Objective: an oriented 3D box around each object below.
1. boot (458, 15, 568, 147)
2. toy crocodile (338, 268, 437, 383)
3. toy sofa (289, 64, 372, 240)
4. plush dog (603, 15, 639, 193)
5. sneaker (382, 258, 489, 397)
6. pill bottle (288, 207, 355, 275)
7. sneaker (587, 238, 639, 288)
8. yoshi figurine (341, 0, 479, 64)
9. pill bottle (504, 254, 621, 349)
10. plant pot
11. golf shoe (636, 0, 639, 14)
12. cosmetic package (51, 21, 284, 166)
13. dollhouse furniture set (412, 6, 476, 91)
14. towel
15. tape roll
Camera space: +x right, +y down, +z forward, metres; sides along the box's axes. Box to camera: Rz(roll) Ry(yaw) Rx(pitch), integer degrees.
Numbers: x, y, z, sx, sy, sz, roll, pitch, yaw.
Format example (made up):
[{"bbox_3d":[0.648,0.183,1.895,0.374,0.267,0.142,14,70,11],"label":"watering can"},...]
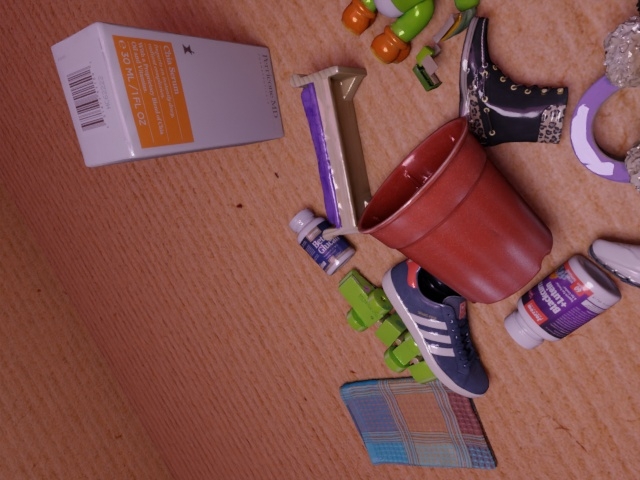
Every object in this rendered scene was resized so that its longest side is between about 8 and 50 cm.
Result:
[{"bbox_3d":[0.348,-0.282,0.750,0.179,0.085,0.236,7,115,27],"label":"boot"},{"bbox_3d":[0.175,0.213,1.035,0.340,0.105,0.115,47,125,15],"label":"toy crocodile"},{"bbox_3d":[0.030,-0.192,0.940,0.177,0.150,0.361,-4,105,32],"label":"toy sofa"},{"bbox_3d":[0.489,-0.182,0.506,0.211,0.225,0.262,-12,99,35],"label":"plush dog"},{"bbox_3d":[0.289,0.186,0.924,0.148,0.131,0.349,-40,84,39],"label":"sneaker"},{"bbox_3d":[0.000,0.000,1.061,0.169,0.094,0.094,46,125,10],"label":"pill bottle"},{"bbox_3d":[0.623,0.041,0.696,0.298,0.111,0.129,17,100,22],"label":"sneaker"},{"bbox_3d":[0.203,-0.513,0.734,0.362,0.204,0.202,-45,45,48],"label":"yoshi figurine"},{"bbox_3d":[0.461,0.128,0.809,0.108,0.108,0.193,44,124,12],"label":"pill bottle"},{"bbox_3d":[0.258,-0.036,0.777,0.265,0.272,0.272,40,126,-10],"label":"plant pot"},{"bbox_3d":[0.511,-0.384,0.599,0.273,0.105,0.120,46,118,10],"label":"golf shoe"},{"bbox_3d":[-0.290,-0.309,0.910,0.162,0.453,0.229,-1,107,32],"label":"cosmetic package"},{"bbox_3d":[0.238,-0.355,0.781,0.058,0.076,0.152,57,148,6],"label":"dollhouse furniture set"},{"bbox_3d":[0.247,0.494,1.120,0.371,0.040,0.271,-19,97,35],"label":"towel"},{"bbox_3d":[0.517,-0.193,0.676,0.189,0.080,0.188,11,112,29],"label":"tape roll"}]
